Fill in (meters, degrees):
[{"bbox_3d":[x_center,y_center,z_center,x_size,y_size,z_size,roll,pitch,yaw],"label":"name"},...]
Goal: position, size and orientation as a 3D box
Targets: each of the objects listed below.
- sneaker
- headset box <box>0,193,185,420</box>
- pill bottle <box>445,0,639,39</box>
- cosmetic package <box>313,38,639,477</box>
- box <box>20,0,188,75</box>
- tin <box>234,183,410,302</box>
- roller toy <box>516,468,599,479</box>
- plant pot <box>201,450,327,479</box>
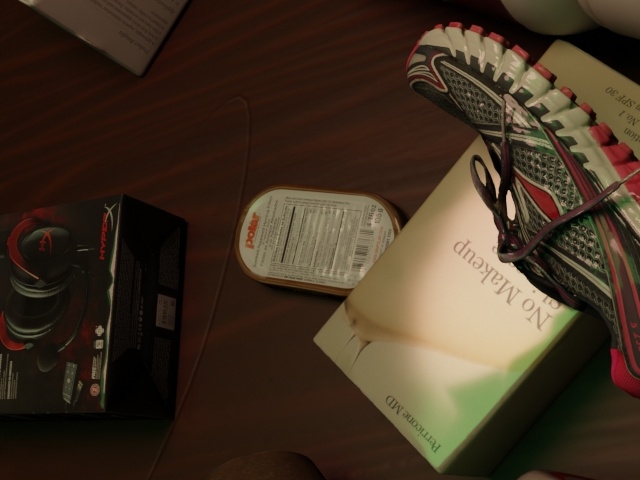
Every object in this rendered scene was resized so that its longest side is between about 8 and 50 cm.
[{"bbox_3d":[0.150,-0.034,0.563,0.112,0.121,0.299,-46,60,13],"label":"sneaker"},{"bbox_3d":[-0.298,0.083,0.920,0.293,0.110,0.218,-6,73,28],"label":"headset box"},{"bbox_3d":[0.151,-0.291,0.671,0.392,0.224,0.224,35,94,43],"label":"pill bottle"},{"bbox_3d":[0.159,0.019,0.678,0.160,0.113,0.309,42,97,32],"label":"cosmetic package"},{"bbox_3d":[-0.282,-0.305,0.984,0.182,0.181,0.119,35,94,32],"label":"box"},{"bbox_3d":[0.000,0.000,0.820,0.189,0.040,0.106,7,75,31],"label":"tin"},{"bbox_3d":[0.202,0.240,0.537,0.191,0.209,0.146,13,83,16],"label":"roller toy"},{"bbox_3d":[-0.030,0.293,0.668,0.215,0.215,0.230,-34,48,17],"label":"plant pot"}]
